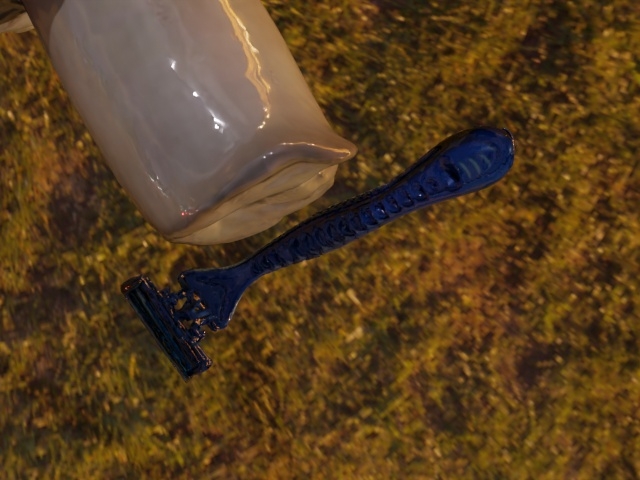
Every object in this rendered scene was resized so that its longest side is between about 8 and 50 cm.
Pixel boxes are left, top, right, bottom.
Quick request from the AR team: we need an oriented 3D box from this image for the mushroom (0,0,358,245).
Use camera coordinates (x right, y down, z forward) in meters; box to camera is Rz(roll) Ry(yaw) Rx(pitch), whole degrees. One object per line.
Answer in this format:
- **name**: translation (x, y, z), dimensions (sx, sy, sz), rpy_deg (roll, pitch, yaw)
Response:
- **mushroom**: translation (-0.114, -0.154, 0.580), dimensions (0.314, 0.314, 0.336), rpy_deg (-26, 85, -9)

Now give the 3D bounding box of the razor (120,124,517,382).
- **razor**: translation (0.002, -0.005, 0.897), dimensions (0.324, 0.056, 0.093), rpy_deg (-29, 104, 24)
